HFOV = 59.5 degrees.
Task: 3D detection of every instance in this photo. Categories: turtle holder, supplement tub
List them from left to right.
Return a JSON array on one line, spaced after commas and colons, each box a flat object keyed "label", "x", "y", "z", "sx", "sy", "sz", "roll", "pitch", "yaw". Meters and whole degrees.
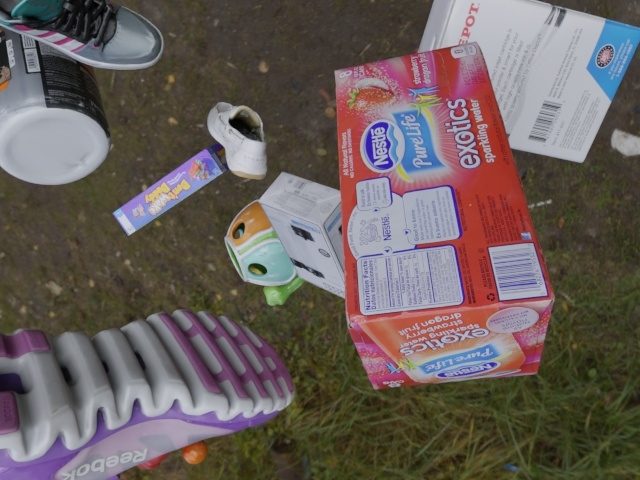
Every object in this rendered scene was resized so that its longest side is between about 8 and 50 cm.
[{"label": "supplement tub", "x": -0.543, "y": -0.293, "z": 1.096, "sx": 0.207, "sy": 0.207, "sz": 0.338, "roll": -54, "pitch": 49, "yaw": 38}, {"label": "turtle holder", "x": -0.140, "y": 0.021, "z": 1.590, "sx": 0.243, "sy": 0.227, "sz": 0.320, "roll": 57, "pitch": 162, "yaw": 20}]

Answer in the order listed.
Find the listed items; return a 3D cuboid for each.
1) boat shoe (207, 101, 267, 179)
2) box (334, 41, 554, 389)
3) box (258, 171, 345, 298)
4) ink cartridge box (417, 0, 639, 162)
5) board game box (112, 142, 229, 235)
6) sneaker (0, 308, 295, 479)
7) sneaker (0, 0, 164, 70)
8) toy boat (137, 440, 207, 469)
[{"label": "boat shoe", "x": -0.160, "y": -0.231, "z": 1.145, "sx": 0.277, "sy": 0.098, "sz": 0.096, "roll": 57, "pitch": 136, "yaw": 46}, {"label": "box", "x": 0.086, "y": -0.026, "z": 0.452, "sx": 0.128, "sy": 0.256, "sz": 0.122, "roll": -8, "pitch": 144, "yaw": 9}, {"label": "box", "x": 0.000, "y": 0.000, "z": 1.191, "sx": 0.169, "sy": 0.087, "sz": 0.290, "roll": 23, "pitch": 154, "yaw": 30}, {"label": "ink cartridge box", "x": 0.209, "y": -0.183, "z": 0.610, "sx": 0.203, "sy": 0.086, "sz": 0.148, "roll": 11, "pitch": 118, "yaw": -9}, {"label": "board game box", "x": -0.389, "y": -0.160, "z": 1.596, "sx": 0.347, "sy": 0.233, "sz": 0.078, "roll": -30, "pitch": 100, "yaw": 20}, {"label": "sneaker", "x": -0.128, "y": 0.113, "z": 0.370, "sx": 0.095, "sy": 0.236, "sz": 0.104, "roll": 47, "pitch": 122, "yaw": 41}, {"label": "sneaker", "x": -0.380, "y": -0.348, "z": 0.831, "sx": 0.296, "sy": 0.178, "sz": 0.123, "roll": 14, "pitch": 93, "yaw": -17}, {"label": "toy boat", "x": -0.326, "y": 0.466, "z": 1.333, "sx": 0.151, "sy": 0.231, "sz": 0.151, "roll": 52, "pitch": 139, "yaw": -9}]
